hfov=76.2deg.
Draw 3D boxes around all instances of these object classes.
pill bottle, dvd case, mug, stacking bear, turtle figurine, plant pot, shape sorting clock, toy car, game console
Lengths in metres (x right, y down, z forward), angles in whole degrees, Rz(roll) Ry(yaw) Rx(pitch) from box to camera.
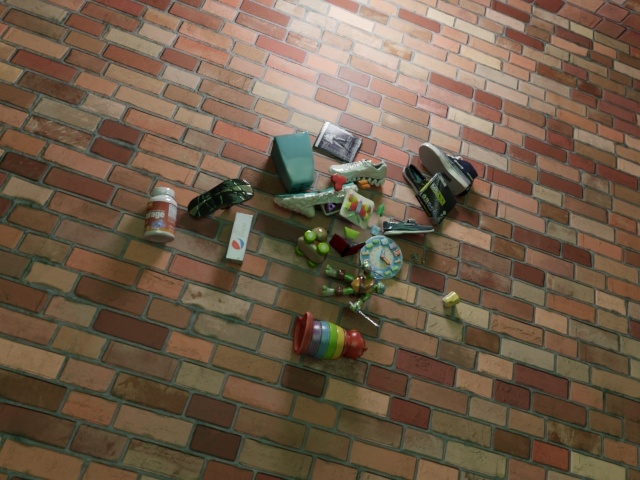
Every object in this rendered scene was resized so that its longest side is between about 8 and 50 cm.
[{"bbox_3d":[-0.670,-0.108,1.717,0.121,0.121,0.216,2,70,-12],"label":"pill bottle"},{"bbox_3d":[0.091,-0.497,2.080,0.221,0.018,0.165,25,69,-3],"label":"dvd case"},{"bbox_3d":[0.600,0.274,1.890,0.064,0.078,0.062,-26,51,-11],"label":"mug"},{"bbox_3d":[0.048,0.411,1.678,0.288,0.175,0.165,15,66,-15],"label":"stacking bear"},{"bbox_3d":[0.144,0.191,1.731,0.265,0.198,0.275,7,26,8],"label":"turtle figurine"},{"bbox_3d":[-0.117,-0.353,1.907,0.165,0.165,0.235,-13,77,-17],"label":"plant pot"},{"bbox_3d":[0.283,0.078,1.897,0.206,0.040,0.207,3,75,-13],"label":"shape sorting clock"},{"bbox_3d":[0.000,0.000,1.821,0.149,0.155,0.188,42,55,4],"label":"toy car"},{"bbox_3d":[0.119,0.014,1.835,0.124,0.144,0.085,-14,75,-17],"label":"game console"}]

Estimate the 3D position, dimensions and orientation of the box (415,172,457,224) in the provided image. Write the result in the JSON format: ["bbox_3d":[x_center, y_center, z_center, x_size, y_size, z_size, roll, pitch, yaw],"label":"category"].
[{"bbox_3d":[0.579,-0.206,2.032,0.184,0.045,0.191,-44,110,-20],"label":"box"}]

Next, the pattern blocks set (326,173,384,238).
[{"bbox_3d":[0.168,-0.148,1.881,0.324,0.026,0.286,12,83,-33],"label":"pattern blocks set"}]

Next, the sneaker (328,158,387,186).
[{"bbox_3d":[0.184,-0.345,1.980,0.291,0.118,0.110,3,42,-14],"label":"sneaker"}]

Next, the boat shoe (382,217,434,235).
[{"bbox_3d":[0.422,-0.065,1.962,0.254,0.095,0.079,-3,83,-4],"label":"boat shoe"}]

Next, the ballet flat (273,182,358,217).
[{"bbox_3d":[-0.006,-0.175,1.889,0.408,0.147,0.147,-11,73,-16],"label":"ballet flat"}]

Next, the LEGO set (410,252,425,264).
[{"bbox_3d":[0.466,0.085,1.951,0.083,0.023,0.054,11,69,-8],"label":"LEGO set"}]

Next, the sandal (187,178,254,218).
[{"bbox_3d":[-0.443,-0.186,1.821,0.302,0.086,0.120,-21,82,-3],"label":"sandal"}]

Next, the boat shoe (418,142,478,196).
[{"bbox_3d":[0.667,-0.395,2.126,0.158,0.127,0.341,-42,92,-28],"label":"boat shoe"}]

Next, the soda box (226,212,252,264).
[{"bbox_3d":[-0.353,-0.007,1.779,0.073,0.069,0.216,12,69,-8],"label":"soda box"}]

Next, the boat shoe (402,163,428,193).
[{"bbox_3d":[0.511,-0.297,2.069,0.080,0.076,0.229,-33,82,-20],"label":"boat shoe"}]
